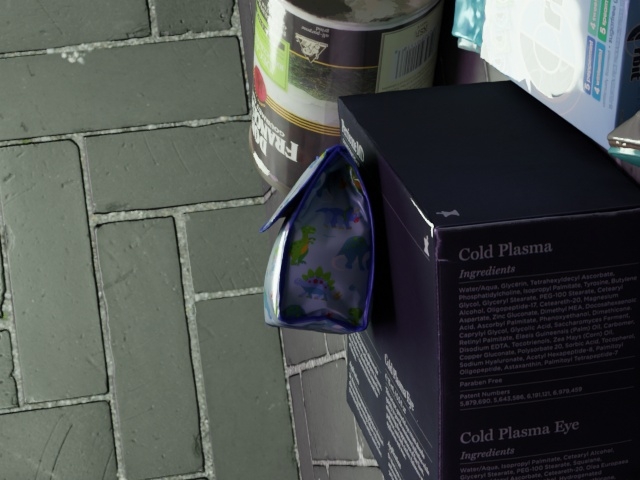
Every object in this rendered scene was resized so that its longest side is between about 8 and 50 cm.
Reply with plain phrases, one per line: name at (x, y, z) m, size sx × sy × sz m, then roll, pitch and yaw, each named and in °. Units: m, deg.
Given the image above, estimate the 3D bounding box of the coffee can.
coffee can at (0.027, -0.198, 1.870) m, size 0.275 × 0.201 × 0.201 m, roll 95°, pitch 165°, yaw -48°

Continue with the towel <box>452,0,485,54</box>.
towel at (0.171, -0.258, 1.469) m, size 0.370 × 0.040 × 0.271 m, roll -122°, pitch 26°, yaw -68°

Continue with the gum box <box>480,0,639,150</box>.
gum box at (0.186, -0.174, 1.286) m, size 0.184 × 0.041 × 0.157 m, roll -133°, pitch 37°, yaw -51°

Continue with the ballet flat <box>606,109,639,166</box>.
ballet flat at (0.249, -0.065, 1.117) m, size 0.213 × 0.072 × 0.068 m, roll -137°, pitch 69°, yaw -74°

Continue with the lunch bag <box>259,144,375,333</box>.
lunch bag at (0.000, 0.000, 1.455) m, size 0.129 × 0.096 × 0.151 m, roll 156°, pitch 122°, yaw -82°

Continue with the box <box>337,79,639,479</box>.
box at (0.138, 0.064, 1.469) m, size 0.343 × 0.179 × 0.313 m, roll -119°, pitch 24°, yaw -65°
